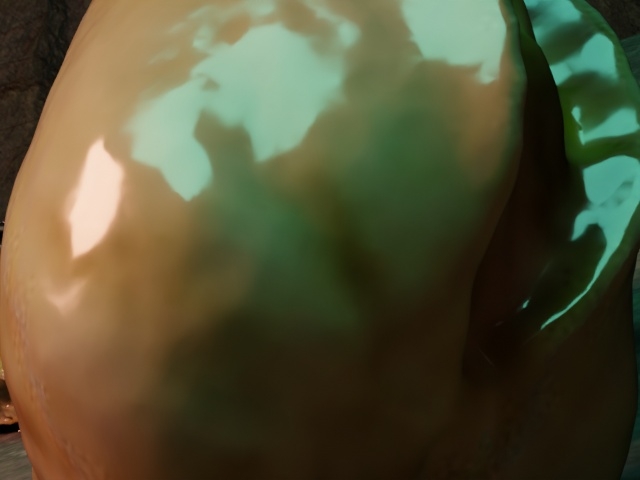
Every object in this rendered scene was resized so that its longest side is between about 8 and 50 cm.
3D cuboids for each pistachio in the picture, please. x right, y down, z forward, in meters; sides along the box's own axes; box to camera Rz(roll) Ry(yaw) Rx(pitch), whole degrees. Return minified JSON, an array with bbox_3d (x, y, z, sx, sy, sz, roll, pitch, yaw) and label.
[{"bbox_3d":[0.000,0.000,0.611,0.238,0.229,0.321,-18,48,32],"label":"pistachio"}]

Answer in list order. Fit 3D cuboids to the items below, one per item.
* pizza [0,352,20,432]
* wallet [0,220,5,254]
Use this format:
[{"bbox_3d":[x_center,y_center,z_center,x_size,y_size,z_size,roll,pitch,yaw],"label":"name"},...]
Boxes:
[{"bbox_3d":[-0.187,0.081,1.290,0.323,0.089,0.223,-13,5,40],"label":"pizza"},{"bbox_3d":[-0.017,-0.022,0.917,0.290,0.054,0.251,-10,6,37],"label":"wallet"}]
